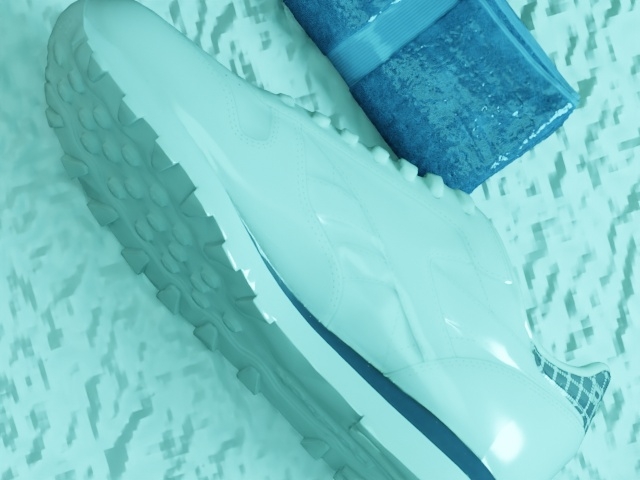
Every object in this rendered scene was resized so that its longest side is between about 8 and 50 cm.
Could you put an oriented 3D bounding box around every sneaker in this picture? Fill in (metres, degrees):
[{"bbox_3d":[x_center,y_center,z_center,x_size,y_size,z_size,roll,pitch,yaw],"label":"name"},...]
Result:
[{"bbox_3d":[0.000,0.000,0.624,0.095,0.090,0.235,-44,98,-20],"label":"sneaker"}]

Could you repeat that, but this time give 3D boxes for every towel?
[{"bbox_3d":[0.036,-0.075,0.650,0.067,0.029,0.119,-37,93,-7],"label":"towel"}]
